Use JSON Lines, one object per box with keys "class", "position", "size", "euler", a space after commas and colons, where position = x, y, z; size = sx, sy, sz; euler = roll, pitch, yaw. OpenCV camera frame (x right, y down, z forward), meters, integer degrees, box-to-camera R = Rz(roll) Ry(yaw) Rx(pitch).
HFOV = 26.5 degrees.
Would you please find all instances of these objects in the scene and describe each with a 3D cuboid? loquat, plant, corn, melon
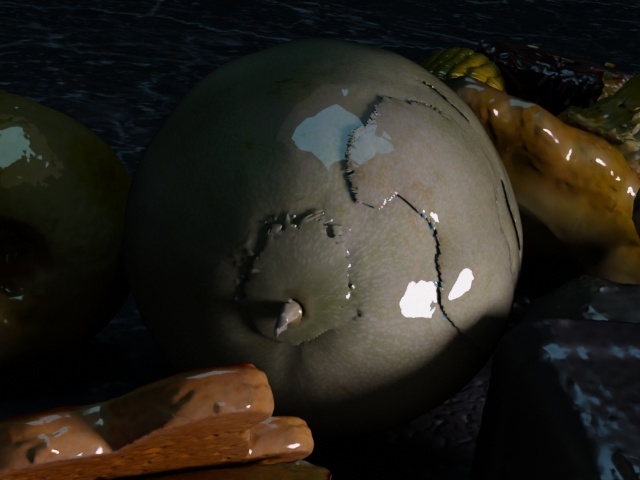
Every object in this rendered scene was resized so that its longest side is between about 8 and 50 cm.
{"class": "loquat", "position": [-0.231, -0.010, 0.972], "size": [0.213, 0.213, 0.213], "euler": [5, 19, -2]}
{"class": "plant", "position": [0.177, 0.124, 0.800], "size": [0.165, 0.141, 0.256], "euler": [5, 31, 0]}
{"class": "corn", "position": [0.152, -0.135, 1.529], "size": [0.144, 0.143, 0.387], "euler": [8, 15, 7]}
{"class": "melon", "position": [0.000, 0.000, 0.910], "size": [0.269, 0.268, 0.330], "euler": [6, 17, 0]}

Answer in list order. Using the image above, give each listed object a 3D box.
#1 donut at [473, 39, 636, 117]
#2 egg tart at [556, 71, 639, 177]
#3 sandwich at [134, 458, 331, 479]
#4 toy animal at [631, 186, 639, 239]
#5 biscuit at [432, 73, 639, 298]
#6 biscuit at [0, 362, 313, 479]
{"class": "donut", "position": [0.298, -0.194, 1.766], "size": [0.216, 0.095, 0.230], "euler": [18, 17, 21]}
{"class": "egg tart", "position": [0.411, -0.100, 1.436], "size": [0.341, 0.129, 0.341], "euler": [16, 15, -4]}
{"class": "sandwich", "position": [-0.097, 0.176, 0.611], "size": [0.186, 0.108, 0.220], "euler": [8, 20, 6]}
{"class": "toy animal", "position": [0.259, 0.039, 0.965], "size": [0.094, 0.186, 0.214], "euler": [5, 10, 7]}
{"class": "biscuit", "position": [0.126, -0.034, 1.164], "size": [0.329, 0.078, 0.335], "euler": [33, -22, -25]}
{"class": "biscuit", "position": [-0.088, 0.111, 0.695], "size": [0.166, 0.036, 0.250], "euler": [-14, -19, 2]}
